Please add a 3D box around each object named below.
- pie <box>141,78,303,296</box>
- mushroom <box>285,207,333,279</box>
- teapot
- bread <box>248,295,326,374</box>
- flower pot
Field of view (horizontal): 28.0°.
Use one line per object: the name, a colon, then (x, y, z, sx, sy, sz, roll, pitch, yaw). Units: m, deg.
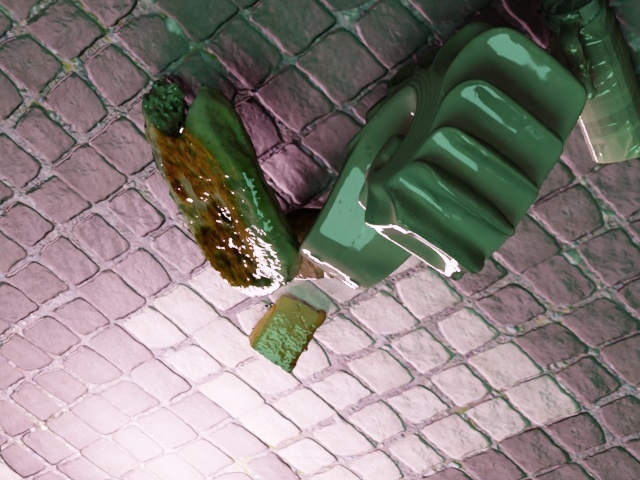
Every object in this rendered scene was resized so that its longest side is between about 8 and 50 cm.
pie: (-0.123, -0.061, 1.583, 0.302, 0.067, 0.302, 43, 153, 28)
mushroom: (-0.002, 0.001, 1.686, 0.210, 0.072, 0.094, -4, 121, 23)
teapot: (0.296, -0.174, 1.392, 0.077, 0.107, 0.200, -10, 127, 29)
bread: (-0.051, 0.124, 1.856, 0.084, 0.080, 0.109, 31, 99, -10)
flower pot: (0.117, -0.083, 1.407, 0.164, 0.254, 0.367, 33, 164, -14)
